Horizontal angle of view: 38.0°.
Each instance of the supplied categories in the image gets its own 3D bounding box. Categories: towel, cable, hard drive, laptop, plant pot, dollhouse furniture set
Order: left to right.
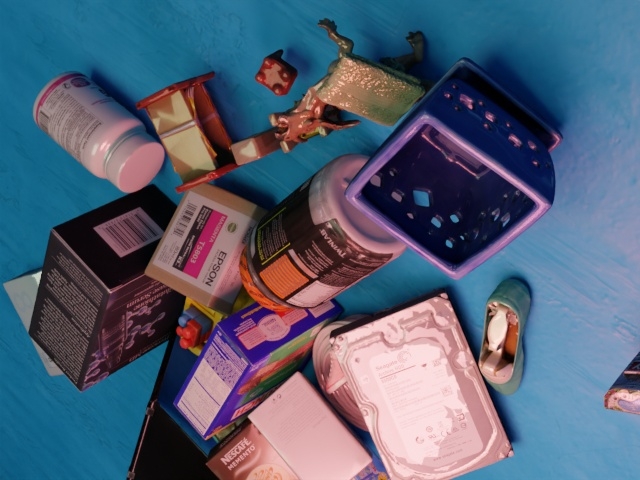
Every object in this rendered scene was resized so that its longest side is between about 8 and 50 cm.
[{"bbox_3d":[-0.324,0.482,2.274,0.236,0.408,0.382,18,134,-7],"label":"laptop"},{"bbox_3d":[-0.146,-0.249,1.789,0.374,0.152,0.201,-19,99,29],"label":"dollhouse furniture set"},{"bbox_3d":[0.079,-0.235,1.464,0.148,0.027,0.110,20,139,-19],"label":"towel"},{"bbox_3d":[0.103,0.267,1.864,0.257,0.089,0.257,-11,104,47],"label":"cable"},{"bbox_3d":[0.187,0.282,1.717,0.237,0.064,0.338,-22,98,8],"label":"hard drive"},{"bbox_3d":[0.214,-0.121,1.418,0.236,0.212,0.236,37,138,-7],"label":"plant pot"}]

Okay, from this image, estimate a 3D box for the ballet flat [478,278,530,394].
[{"bbox_3d":[0.310,0.183,1.622,0.083,0.087,0.247,22,127,32],"label":"ballet flat"}]

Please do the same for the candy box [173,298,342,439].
[{"bbox_3d":[-0.134,0.246,1.938,0.122,0.268,0.317,49,137,16],"label":"candy box"}]

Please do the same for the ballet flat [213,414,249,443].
[{"bbox_3d":[-0.132,0.470,2.066,0.124,0.116,0.342,-32,90,27],"label":"ballet flat"}]

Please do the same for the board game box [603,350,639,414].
[{"bbox_3d":[0.524,0.215,1.363,0.194,0.194,0.060,3,115,41],"label":"board game box"}]

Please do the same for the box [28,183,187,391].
[{"bbox_3d":[-0.476,0.112,2.162,0.212,0.293,0.395,44,136,16],"label":"box"}]

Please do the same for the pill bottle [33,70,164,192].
[{"bbox_3d":[-0.492,-0.240,2.074,0.283,0.160,0.160,39,134,20],"label":"pill bottle"}]

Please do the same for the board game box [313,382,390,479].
[{"bbox_3d":[-0.006,0.523,2.111,0.302,0.086,0.308,50,137,10],"label":"board game box"}]

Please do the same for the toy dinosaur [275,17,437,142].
[{"bbox_3d":[0.079,-0.247,1.564,0.296,0.127,0.200,7,136,5],"label":"toy dinosaur"}]

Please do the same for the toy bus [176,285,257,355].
[{"bbox_3d":[-0.238,0.186,2.045,0.149,0.211,0.220,35,134,22],"label":"toy bus"}]

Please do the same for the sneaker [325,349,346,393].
[{"bbox_3d":[0.039,0.242,1.807,0.070,0.051,0.134,52,134,11],"label":"sneaker"}]

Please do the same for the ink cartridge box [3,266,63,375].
[{"bbox_3d":[-0.702,0.215,2.581,0.385,0.091,0.308,-14,103,47],"label":"ink cartridge box"}]

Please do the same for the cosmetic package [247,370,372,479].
[{"bbox_3d":[-0.015,0.396,1.874,0.224,0.138,0.224,47,175,10],"label":"cosmetic package"}]

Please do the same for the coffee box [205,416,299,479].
[{"bbox_3d":[-0.110,0.505,1.976,0.141,0.098,0.246,-43,94,3],"label":"coffee box"}]

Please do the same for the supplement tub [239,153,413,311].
[{"bbox_3d":[0.000,0.000,1.719,0.338,0.207,0.207,-35,88,47],"label":"supplement tub"}]

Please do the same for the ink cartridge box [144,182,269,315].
[{"bbox_3d":[-0.229,0.010,1.932,0.193,0.088,0.234,22,84,33],"label":"ink cartridge box"}]
